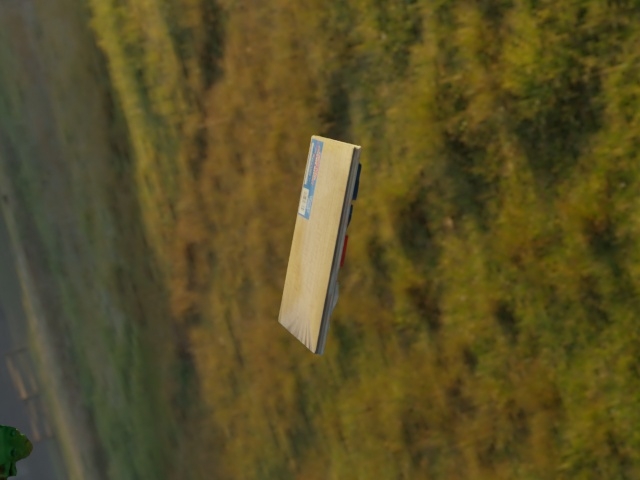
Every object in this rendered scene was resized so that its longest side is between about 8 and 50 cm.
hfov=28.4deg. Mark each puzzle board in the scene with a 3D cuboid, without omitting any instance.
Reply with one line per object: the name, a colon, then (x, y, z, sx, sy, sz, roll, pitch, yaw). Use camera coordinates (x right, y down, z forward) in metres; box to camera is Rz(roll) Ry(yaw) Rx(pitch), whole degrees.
puzzle board: (0.000, 0.000, 0.799, 0.096, 0.011, 0.128, -150, 70, -73)

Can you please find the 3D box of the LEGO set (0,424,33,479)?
LEGO set: (-0.094, 0.202, 0.271, 0.255, 0.192, 0.331, 20, -112, -59)
